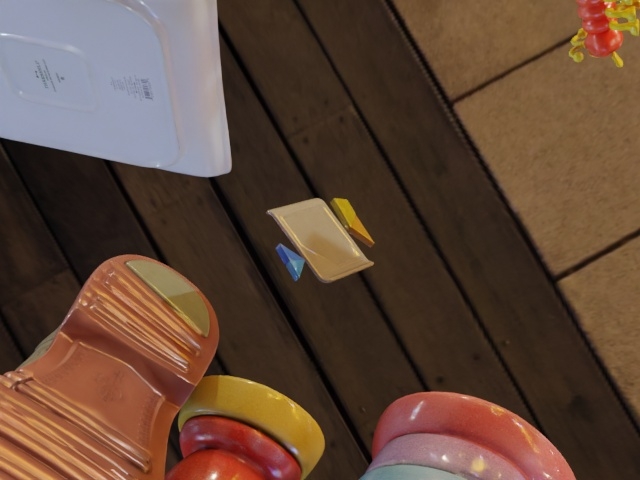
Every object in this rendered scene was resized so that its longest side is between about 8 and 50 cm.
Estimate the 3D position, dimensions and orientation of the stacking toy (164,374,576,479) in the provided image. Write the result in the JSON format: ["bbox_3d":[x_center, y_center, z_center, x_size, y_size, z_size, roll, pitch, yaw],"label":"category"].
[{"bbox_3d":[0.038,0.239,0.726,0.309,0.279,0.130,-4,43,32],"label":"stacking toy"}]

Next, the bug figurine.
[{"bbox_3d":[0.287,-0.311,0.985,0.072,0.279,0.216,-7,119,25],"label":"bug figurine"}]

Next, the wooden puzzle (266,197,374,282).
[{"bbox_3d":[0.000,0.000,0.714,0.014,0.116,0.078,-49,66,30],"label":"wooden puzzle"}]

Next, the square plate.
[{"bbox_3d":[-0.268,-0.185,0.967,0.344,0.347,0.049,12,60,5],"label":"square plate"}]

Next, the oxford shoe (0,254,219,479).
[{"bbox_3d":[-0.182,0.157,0.619,0.140,0.397,0.146,39,117,-2],"label":"oxford shoe"}]
